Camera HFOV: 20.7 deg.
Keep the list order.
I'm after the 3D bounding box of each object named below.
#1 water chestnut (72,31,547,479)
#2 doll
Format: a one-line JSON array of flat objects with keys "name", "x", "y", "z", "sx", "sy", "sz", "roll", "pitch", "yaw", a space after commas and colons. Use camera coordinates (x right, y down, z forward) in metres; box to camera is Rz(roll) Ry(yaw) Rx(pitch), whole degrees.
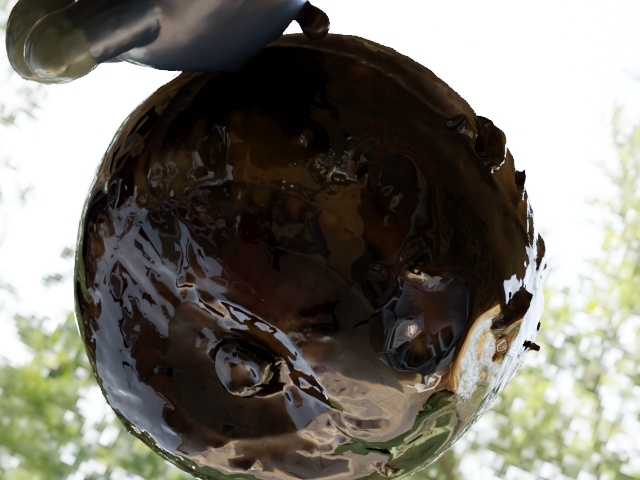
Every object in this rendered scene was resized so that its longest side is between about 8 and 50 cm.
[{"name": "water chestnut", "x": 0.000, "y": 0.000, "z": 1.032, "sx": 0.300, "sy": 0.300, "sz": 0.300, "roll": 21, "pitch": -25, "yaw": 10}, {"name": "doll", "x": -0.061, "y": -0.176, "z": 0.832, "sx": 0.154, "sy": 0.228, "sz": 0.258, "roll": 32, "pitch": -19, "yaw": 12}]
